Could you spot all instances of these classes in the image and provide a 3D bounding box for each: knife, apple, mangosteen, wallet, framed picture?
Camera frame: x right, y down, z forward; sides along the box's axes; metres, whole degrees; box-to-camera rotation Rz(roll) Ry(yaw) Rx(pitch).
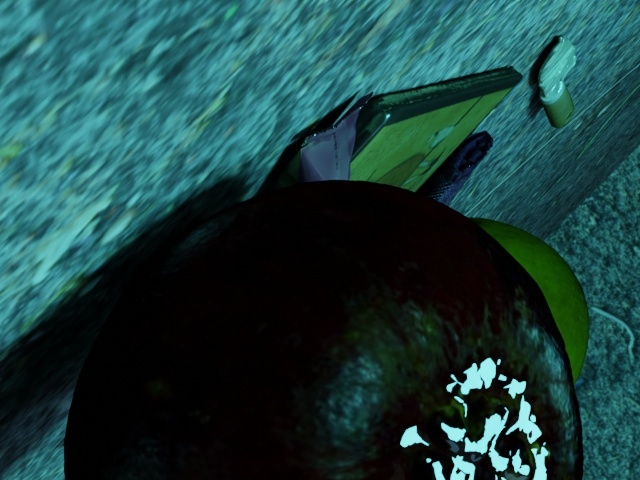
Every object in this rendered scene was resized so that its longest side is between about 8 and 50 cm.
[{"bbox_3d":[0.184,-0.126,1.434,0.047,0.017,0.298,-48,169,4],"label":"knife"},{"bbox_3d":[0.114,0.071,1.474,0.196,0.196,0.157,-47,140,10],"label":"apple"},{"bbox_3d":[-0.019,0.091,0.832,0.261,0.235,0.235,0,-147,49],"label":"mangosteen"},{"bbox_3d":[0.060,-0.007,1.328,0.166,0.030,0.111,-50,171,25],"label":"wallet"},{"bbox_3d":[0.000,0.000,1.102,0.255,0.014,0.338,-48,172,17],"label":"framed picture"}]

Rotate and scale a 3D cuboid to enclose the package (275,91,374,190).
[{"bbox_3d":[-0.002,-0.029,0.885,0.059,0.029,0.083,-37,155,-48],"label":"package"}]
